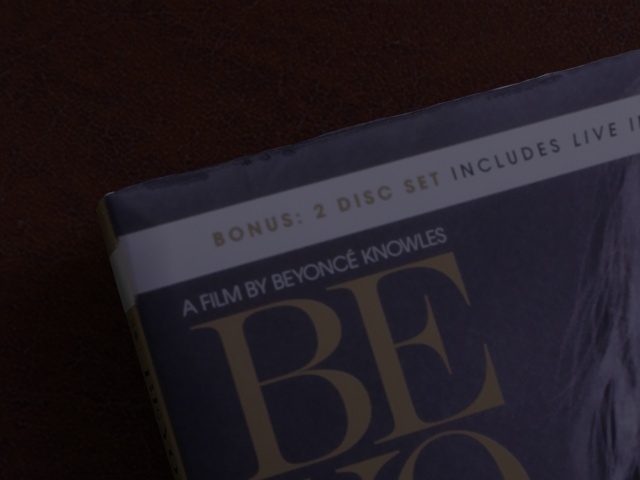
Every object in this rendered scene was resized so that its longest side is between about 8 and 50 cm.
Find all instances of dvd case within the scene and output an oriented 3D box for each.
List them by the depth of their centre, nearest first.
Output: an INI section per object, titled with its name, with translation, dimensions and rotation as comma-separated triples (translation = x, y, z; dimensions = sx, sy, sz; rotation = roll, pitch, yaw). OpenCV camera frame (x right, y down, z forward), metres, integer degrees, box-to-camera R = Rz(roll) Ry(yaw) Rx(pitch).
[dvd case]
translation = 0.064, 0.075, 0.355
dimensions = 0.018, 0.165, 0.221
rotation = 137, -63, -76

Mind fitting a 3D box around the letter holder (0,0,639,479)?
[letter holder]
translation = 0.000, 0.000, 0.441
dimensions = 0.302, 0.214, 0.152
rotation = 19, -14, -7
